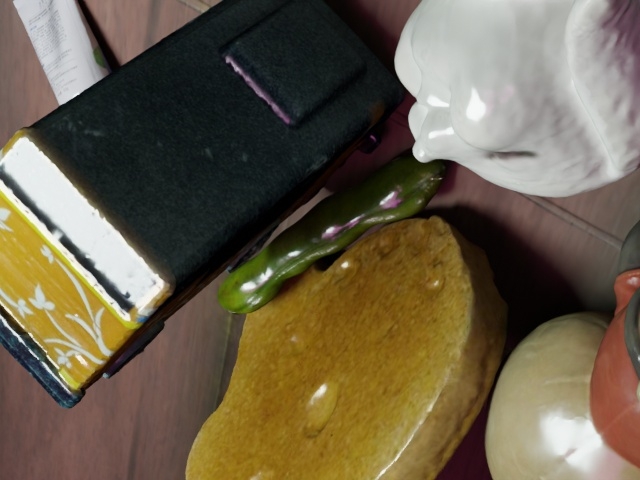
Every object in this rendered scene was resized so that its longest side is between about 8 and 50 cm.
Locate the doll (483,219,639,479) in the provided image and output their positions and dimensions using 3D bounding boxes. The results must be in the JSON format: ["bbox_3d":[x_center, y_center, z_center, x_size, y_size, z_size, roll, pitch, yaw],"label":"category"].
[{"bbox_3d":[0.235,0.118,1.056,0.235,0.174,0.330,55,143,13],"label":"doll"}]

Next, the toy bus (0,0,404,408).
[{"bbox_3d":[-0.100,-0.050,1.109,0.162,0.323,0.194,46,138,2],"label":"toy bus"}]

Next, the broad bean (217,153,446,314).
[{"bbox_3d":[0.000,0.000,1.225,0.256,0.053,0.052,-35,54,33],"label":"broad bean"}]

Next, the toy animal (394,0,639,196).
[{"bbox_3d":[0.130,-0.147,0.926,0.265,0.206,0.271,66,174,-29],"label":"toy animal"}]

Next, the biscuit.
[{"bbox_3d":[0.008,0.121,1.227,0.057,0.287,0.343,29,109,-34],"label":"biscuit"}]

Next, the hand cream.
[{"bbox_3d":[-0.218,-0.163,1.341,0.084,0.053,0.142,-28,85,48],"label":"hand cream"}]
